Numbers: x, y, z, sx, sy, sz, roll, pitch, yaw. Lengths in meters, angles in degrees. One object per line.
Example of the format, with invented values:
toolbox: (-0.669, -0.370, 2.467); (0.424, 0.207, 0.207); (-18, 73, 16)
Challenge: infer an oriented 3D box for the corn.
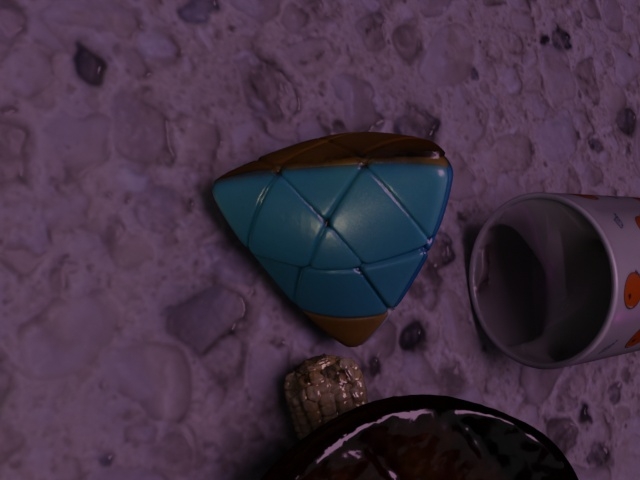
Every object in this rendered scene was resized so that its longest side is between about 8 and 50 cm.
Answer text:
corn: (0.024, 0.220, 1.028); (0.087, 0.087, 0.211); (-16, 89, -42)

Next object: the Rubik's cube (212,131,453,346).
Rubik's cube: (0.000, 0.000, 1.033); (0.254, 0.254, 0.254); (12, 72, -38)

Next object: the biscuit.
biscuit: (0.090, 0.348, 0.970); (0.407, 0.091, 0.407); (0, 91, -21)

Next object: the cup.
cup: (0.376, 0.045, 1.291); (0.317, 0.212, 0.212); (-1, 80, -42)
